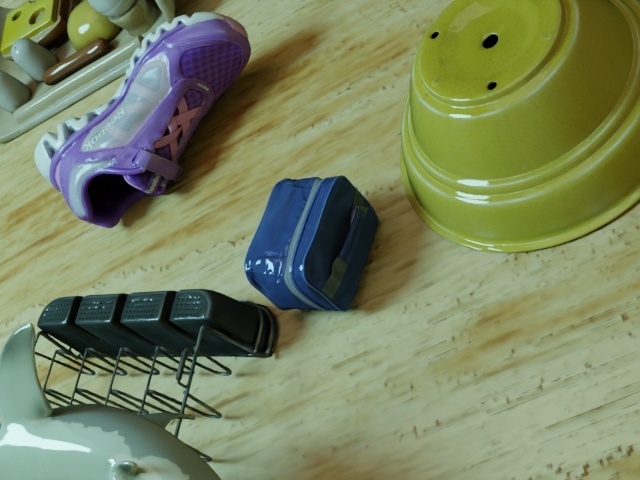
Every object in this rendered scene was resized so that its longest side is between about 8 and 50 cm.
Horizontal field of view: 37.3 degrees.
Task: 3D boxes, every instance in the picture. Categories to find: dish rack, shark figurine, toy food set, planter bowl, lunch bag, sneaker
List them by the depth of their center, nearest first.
[{"bbox_3d":[-0.091,0.139,0.551,0.278,0.116,0.166,17,103,25],"label":"shark figurine"},{"bbox_3d":[0.128,-0.108,0.624,0.217,0.090,0.217,-19,52,26],"label":"planter bowl"},{"bbox_3d":[0.000,0.000,0.666,0.065,0.067,0.098,1,61,37],"label":"lunch bag"},{"bbox_3d":[-0.158,0.160,0.680,0.208,0.074,0.271,-6,60,36],"label":"dish rack"},{"bbox_3d":[-0.146,-0.096,0.833,0.236,0.095,0.104,-39,52,16],"label":"sneaker"},{"bbox_3d":[-0.282,-0.260,1.037,0.306,0.092,0.219,-24,50,23],"label":"toy food set"}]
